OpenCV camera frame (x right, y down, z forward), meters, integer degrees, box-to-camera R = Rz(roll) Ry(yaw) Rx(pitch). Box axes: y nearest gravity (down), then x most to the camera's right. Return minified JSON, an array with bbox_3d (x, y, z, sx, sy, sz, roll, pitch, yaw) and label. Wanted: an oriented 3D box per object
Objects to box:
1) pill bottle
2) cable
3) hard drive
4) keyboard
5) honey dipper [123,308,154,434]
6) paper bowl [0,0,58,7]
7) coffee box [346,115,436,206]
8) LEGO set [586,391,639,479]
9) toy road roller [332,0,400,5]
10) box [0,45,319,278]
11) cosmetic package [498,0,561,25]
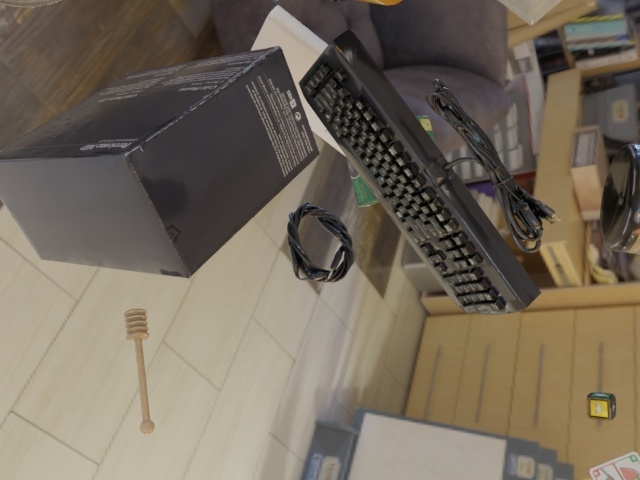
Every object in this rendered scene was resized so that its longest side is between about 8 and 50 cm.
[{"bbox_3d":[0.434,-0.035,0.698,0.123,0.219,0.122,8,90,-81],"label":"pill bottle"},{"bbox_3d":[0.000,0.000,1.395,0.151,0.047,0.184,-5,72,-21],"label":"cable"},{"bbox_3d":[-0.001,-0.293,1.261,0.308,0.203,0.040,37,61,-7],"label":"hard drive"},{"bbox_3d":[0.104,-0.060,0.621,0.033,0.201,0.317,-40,95,-28],"label":"keyboard"},{"bbox_3d":[-0.227,0.166,0.820,0.030,0.030,0.160,20,49,-53],"label":"honey dipper"},{"bbox_3d":[-0.419,-0.476,0.946,0.148,0.284,0.284,47,30,17],"label":"paper bowl"},{"bbox_3d":[0.128,-0.138,1.148,0.040,0.184,0.113,-8,82,-43],"label":"coffee box"},{"bbox_3d":[0.326,0.219,0.523,0.060,0.182,0.244,1,57,-54],"label":"LEGO set"},{"bbox_3d":[0.087,-0.366,0.552,0.202,0.241,0.329,28,84,-62],"label":"toy road roller"},{"bbox_3d":[-0.239,-0.118,0.927,0.312,0.343,0.178,-47,128,-40],"label":"box"},{"bbox_3d":[0.325,-0.447,0.937,0.107,0.127,0.238,51,-2,27],"label":"cosmetic package"}]
